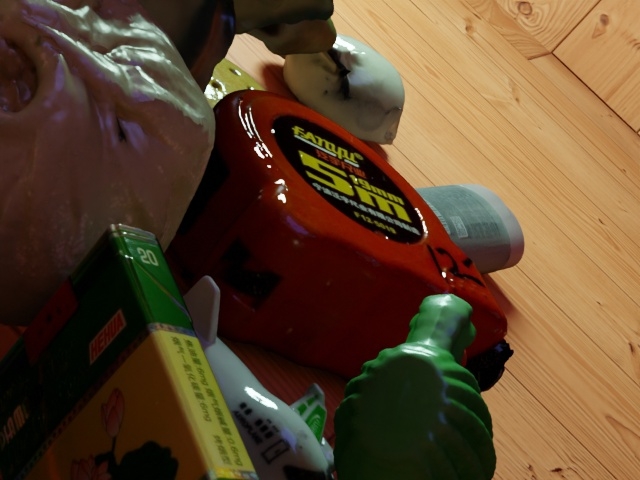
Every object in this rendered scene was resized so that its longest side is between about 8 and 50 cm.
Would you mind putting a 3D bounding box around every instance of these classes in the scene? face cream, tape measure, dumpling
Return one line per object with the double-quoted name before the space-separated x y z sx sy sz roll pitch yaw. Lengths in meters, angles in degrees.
"face cream" 0.119 -0.008 1.130 0.107 0.073 0.269 54 26 15
"tape measure" -0.001 0.000 0.885 0.253 0.114 0.260 24 25 -35
"dumpling" 0.019 -0.177 1.259 0.176 0.092 0.150 10 25 -43

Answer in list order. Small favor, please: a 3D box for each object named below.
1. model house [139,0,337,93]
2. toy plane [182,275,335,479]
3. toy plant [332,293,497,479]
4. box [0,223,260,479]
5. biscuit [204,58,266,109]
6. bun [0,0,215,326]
"model house" -0.079 -0.181 0.860 0.325 0.267 0.194 16 31 -46
"toy plane" -0.048 0.109 0.662 0.174 0.080 0.174 37 27 -23
"toy plant" 0.053 0.143 0.671 0.088 0.240 0.154 13 42 14
"box" -0.085 0.119 0.520 0.034 0.132 0.235 17 34 -44
"biscuit" -0.055 -0.109 1.083 0.225 0.036 0.166 41 25 -1
"bun" -0.164 -0.066 0.616 0.231 0.231 0.133 39 -21 -8
